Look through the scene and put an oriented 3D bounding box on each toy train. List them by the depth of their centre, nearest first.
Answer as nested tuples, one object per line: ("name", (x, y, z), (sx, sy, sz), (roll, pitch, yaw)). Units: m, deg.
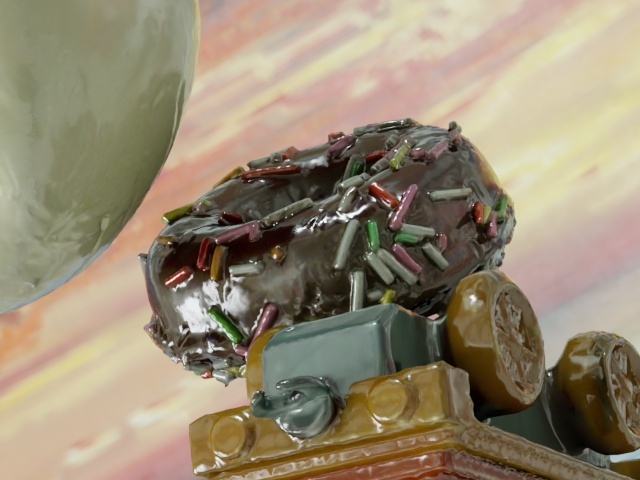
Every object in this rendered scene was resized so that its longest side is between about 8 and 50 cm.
("toy train", (0.073, 0.152, 0.993), (0.163, 0.232, 0.369), (-14, -22, 29))

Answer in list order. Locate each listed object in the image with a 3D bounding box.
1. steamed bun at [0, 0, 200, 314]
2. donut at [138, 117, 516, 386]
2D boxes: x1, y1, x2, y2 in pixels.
("steamed bun", (-0.203, -0.135, 1.124), (0.233, 0.334, 0.312), (-29, 7, -42))
("donut", (0.000, 0.000, 1.187), (0.269, 0.103, 0.270), (-18, 13, 4))
